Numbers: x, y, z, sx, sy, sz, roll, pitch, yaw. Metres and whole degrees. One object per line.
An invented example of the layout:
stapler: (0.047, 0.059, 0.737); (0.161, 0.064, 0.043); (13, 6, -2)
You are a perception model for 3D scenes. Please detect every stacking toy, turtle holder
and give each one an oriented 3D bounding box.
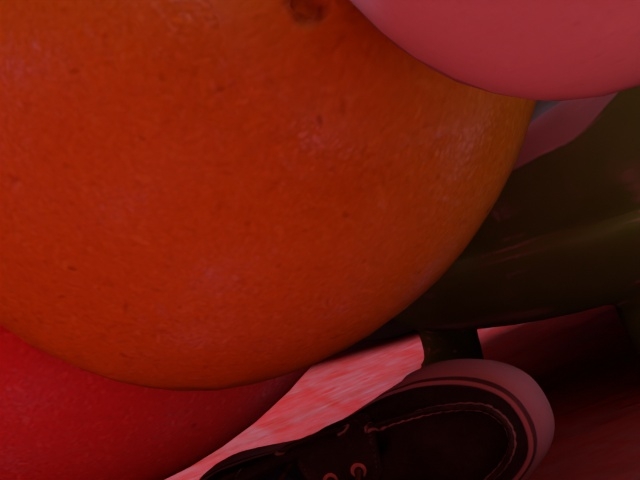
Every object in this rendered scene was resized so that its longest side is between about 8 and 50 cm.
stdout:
stacking toy: (-0.052, -0.064, 0.559); (0.350, 0.350, 0.480); (-25, 5, -43)
turtle holder: (0.107, -0.074, 0.805); (0.243, 0.227, 0.320); (-22, 5, -15)

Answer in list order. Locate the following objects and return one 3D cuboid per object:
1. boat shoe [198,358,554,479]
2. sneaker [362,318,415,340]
boat shoe: (0.009, 0.078, 0.612); (0.142, 0.049, 0.040); (-25, 7, 35)
sneaker: (0.000, 0.000, 1.079); (0.227, 0.087, 0.130); (-22, 33, 36)
